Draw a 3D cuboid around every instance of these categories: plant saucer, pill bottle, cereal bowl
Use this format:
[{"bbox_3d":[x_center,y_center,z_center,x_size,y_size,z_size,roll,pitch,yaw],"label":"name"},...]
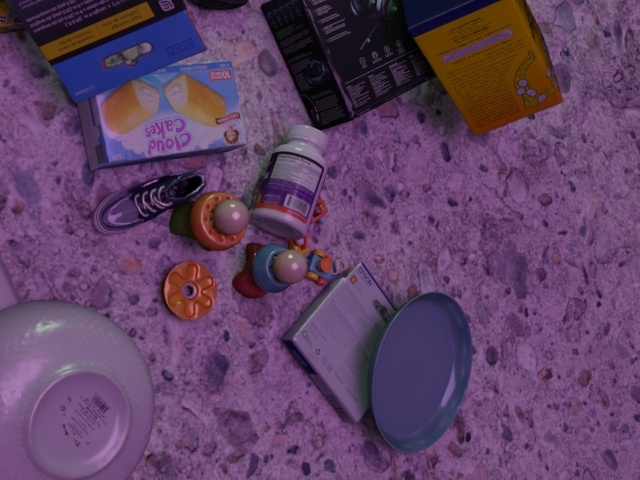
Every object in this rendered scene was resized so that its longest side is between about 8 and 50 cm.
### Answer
[{"bbox_3d":[0.190,0.254,1.870,0.318,0.044,0.317,-9,103,-45],"label":"plant saucer"},{"bbox_3d":[-0.049,-0.108,1.743,0.108,0.108,0.193,29,69,-29],"label":"pill bottle"},{"bbox_3d":[-0.388,0.261,1.424,0.339,0.141,0.339,-2,93,-38],"label":"cereal bowl"}]

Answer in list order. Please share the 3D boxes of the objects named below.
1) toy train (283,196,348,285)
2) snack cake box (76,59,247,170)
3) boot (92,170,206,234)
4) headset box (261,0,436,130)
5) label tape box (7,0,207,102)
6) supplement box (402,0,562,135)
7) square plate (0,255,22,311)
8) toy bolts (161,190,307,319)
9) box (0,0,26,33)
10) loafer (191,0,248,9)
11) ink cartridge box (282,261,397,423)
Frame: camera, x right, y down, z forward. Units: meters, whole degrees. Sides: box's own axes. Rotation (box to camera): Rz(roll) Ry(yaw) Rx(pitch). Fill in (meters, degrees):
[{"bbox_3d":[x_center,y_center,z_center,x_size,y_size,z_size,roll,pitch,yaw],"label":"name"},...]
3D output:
[{"bbox_3d":[0.000,0.000,1.803,0.125,0.046,0.166,-32,103,-32],"label":"toy train"},{"bbox_3d":[-0.267,-0.212,1.614,0.264,0.089,0.152,-13,92,-35],"label":"snack cake box"},{"bbox_3d":[-0.284,-0.069,1.588,0.190,0.086,0.069,-33,104,-33],"label":"boot"},{"bbox_3d":[0.055,-0.390,1.830,0.246,0.131,0.283,-32,103,-32],"label":"headset box"},{"bbox_3d":[-0.345,-0.403,1.426,0.106,0.241,0.333,-92,159,-52],"label":"label tape box"},{"bbox_3d":[0.314,-0.404,1.869,0.356,0.195,0.194,45,32,-49],"label":"supplement box"},{"bbox_3d":[-0.626,0.042,1.362,0.347,0.049,0.344,-25,100,-34],"label":"square plate"},{"bbox_3d":[-0.139,0.044,1.633,0.228,0.158,0.218,25,72,-30],"label":"toy bolts"},{"bbox_3d":[-0.527,-0.348,1.468,0.169,0.054,0.059,-15,94,-34],"label":"box"},{"bbox_3d":[-0.216,-0.460,1.681,0.223,0.078,0.076,10,80,-34],"label":"loafer"},{"bbox_3d":[0.061,0.192,1.826,0.224,0.045,0.223,-46,112,-30],"label":"ink cartridge box"}]
